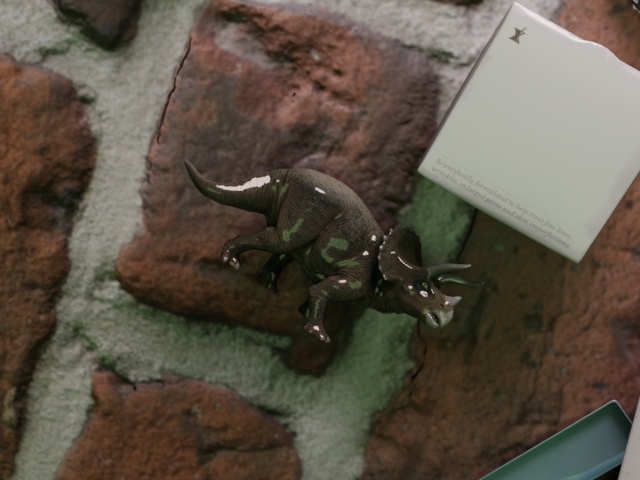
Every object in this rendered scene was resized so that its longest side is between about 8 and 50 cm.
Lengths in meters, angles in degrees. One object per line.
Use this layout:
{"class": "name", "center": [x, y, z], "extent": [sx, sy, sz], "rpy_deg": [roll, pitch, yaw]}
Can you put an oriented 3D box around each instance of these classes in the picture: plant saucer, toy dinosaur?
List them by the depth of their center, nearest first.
{"class": "toy dinosaur", "center": [0.000, 0.000, 0.925], "extent": [0.313, 0.121, 0.160], "rpy_deg": [40, 93, 5]}
{"class": "plant saucer", "center": [0.260, 0.248, 0.962], "extent": [0.192, 0.018, 0.067], "rpy_deg": [-35, 93, 13]}

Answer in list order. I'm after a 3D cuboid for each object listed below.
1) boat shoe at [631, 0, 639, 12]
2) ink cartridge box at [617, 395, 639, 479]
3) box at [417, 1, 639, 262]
{"class": "boat shoe", "center": [0.316, -0.244, 0.845], "extent": [0.046, 0.038, 0.125], "rpy_deg": [-35, 102, -27]}
{"class": "ink cartridge box", "center": [0.395, 0.250, 0.786], "extent": [0.223, 0.129, 0.307], "rpy_deg": [11, 83, 46]}
{"class": "box", "center": [0.216, -0.106, 0.847], "extent": [0.181, 0.119, 0.181], "rpy_deg": [31, 104, 3]}
